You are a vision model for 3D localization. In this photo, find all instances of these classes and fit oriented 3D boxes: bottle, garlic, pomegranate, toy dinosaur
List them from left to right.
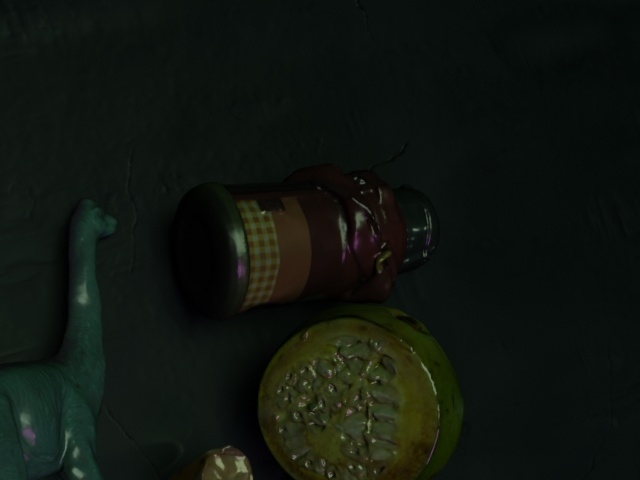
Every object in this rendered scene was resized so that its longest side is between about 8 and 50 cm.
[{"bbox_3d":[-0.274,0.113,1.045,0.383,0.129,0.331,4,69,-58],"label":"toy dinosaur"},{"bbox_3d":[-0.111,0.285,1.131,0.087,0.101,0.196,16,68,-29],"label":"garlic"},{"bbox_3d":[0.000,0.000,1.261,0.271,0.143,0.156,-7,66,-32],"label":"bottle"},{"bbox_3d":[0.054,0.179,1.220,0.159,0.189,0.241,5,71,-70],"label":"pomegranate"}]
